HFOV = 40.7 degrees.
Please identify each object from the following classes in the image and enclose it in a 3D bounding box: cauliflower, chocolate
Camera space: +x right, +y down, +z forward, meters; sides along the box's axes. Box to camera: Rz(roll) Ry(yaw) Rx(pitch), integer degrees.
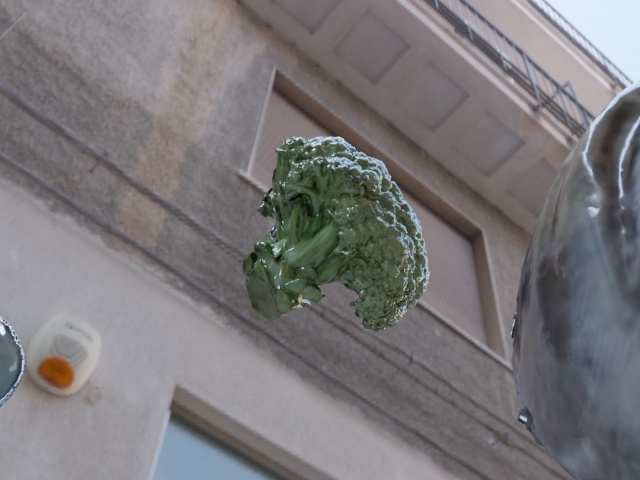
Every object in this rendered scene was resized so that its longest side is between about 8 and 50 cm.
[{"bbox_3d":[0.000,0.000,1.144,0.250,0.275,0.272,-36,-85,-6],"label":"cauliflower"},{"bbox_3d":[0.250,-0.002,0.457,0.303,0.303,0.213,-3,-56,6],"label":"chocolate"}]

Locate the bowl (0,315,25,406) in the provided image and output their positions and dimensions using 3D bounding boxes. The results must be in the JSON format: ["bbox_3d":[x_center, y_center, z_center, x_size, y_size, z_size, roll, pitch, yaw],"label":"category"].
[{"bbox_3d":[-0.443,0.144,0.743,0.337,0.337,0.157,17,-75,-8],"label":"bowl"}]
